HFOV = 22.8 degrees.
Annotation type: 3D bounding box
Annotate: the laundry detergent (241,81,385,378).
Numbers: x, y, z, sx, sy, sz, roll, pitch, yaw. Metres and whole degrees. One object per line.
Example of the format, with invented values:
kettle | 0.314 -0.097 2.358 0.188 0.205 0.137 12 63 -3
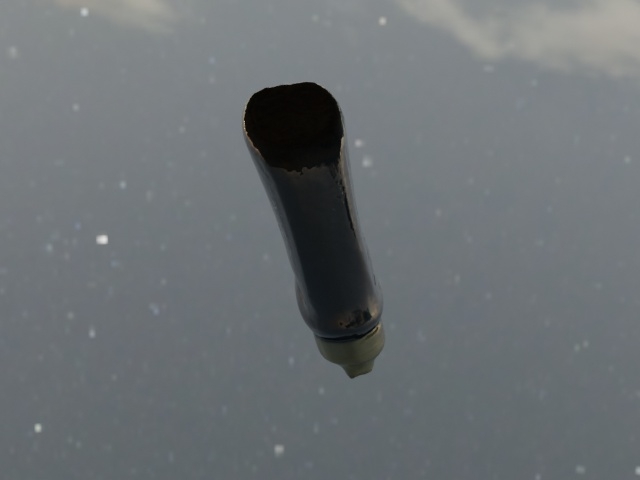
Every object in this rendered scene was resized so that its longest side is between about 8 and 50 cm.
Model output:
laundry detergent | 0.000 0.000 1.507 0.094 0.290 0.143 -17 -147 -6
